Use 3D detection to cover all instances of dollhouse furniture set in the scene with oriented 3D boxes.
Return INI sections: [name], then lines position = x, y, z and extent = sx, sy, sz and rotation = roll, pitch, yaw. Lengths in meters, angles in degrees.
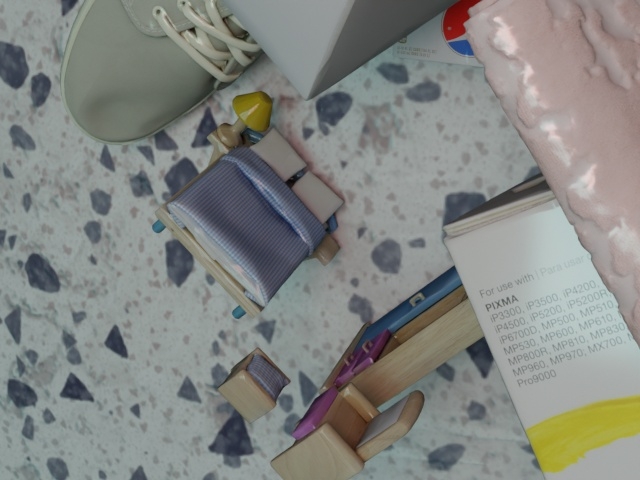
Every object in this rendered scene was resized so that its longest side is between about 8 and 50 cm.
[dollhouse furniture set]
position = 0.000, 0.000, 0.933
extent = 0.303, 0.286, 0.198
rotation = 48, 119, -4

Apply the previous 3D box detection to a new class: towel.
[towel]
position = 0.281, -0.061, 0.677
extent = 0.332, 0.317, 0.053
rotation = 59, 154, -4

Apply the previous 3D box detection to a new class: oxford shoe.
[oxford shoe]
position = -0.091, -0.224, 0.987
extent = 0.449, 0.169, 0.130
rotation = -35, 43, 28

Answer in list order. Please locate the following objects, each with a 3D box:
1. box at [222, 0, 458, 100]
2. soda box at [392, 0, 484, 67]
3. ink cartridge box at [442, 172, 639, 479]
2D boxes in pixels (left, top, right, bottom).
[box]
position = 0.068, -0.299, 0.776
extent = 0.215, 0.345, 0.168
rotation = 51, 158, 8
[soda box]
position = 0.175, -0.185, 0.921
extent = 0.216, 0.069, 0.074
rotation = 11, 107, 24
[ink cartridge box]
position = 0.274, 0.117, 0.822
extent = 0.160, 0.279, 0.385
rotation = -23, 91, 29
